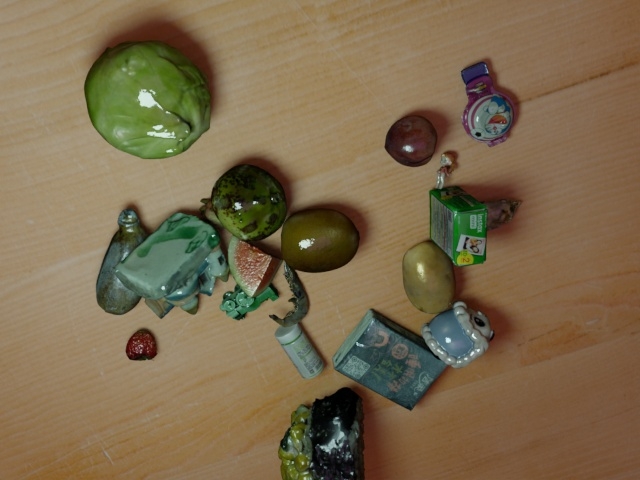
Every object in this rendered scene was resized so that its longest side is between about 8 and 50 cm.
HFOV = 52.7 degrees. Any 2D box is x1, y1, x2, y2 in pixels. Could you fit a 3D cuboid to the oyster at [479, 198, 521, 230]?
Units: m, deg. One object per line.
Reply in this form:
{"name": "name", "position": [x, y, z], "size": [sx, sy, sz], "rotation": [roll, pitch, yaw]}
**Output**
{"name": "oyster", "position": [0.523, -0.087, 1.960], "size": [0.122, 0.045, 0.146], "rotation": [31, 114, -18]}

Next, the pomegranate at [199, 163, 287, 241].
{"name": "pomegranate", "position": [-0.232, -0.089, 1.820], "size": [0.277, 0.204, 0.222], "rotation": [-23, 112, 6]}

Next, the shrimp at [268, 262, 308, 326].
{"name": "shrimp", "position": [-0.109, 0.178, 1.990], "size": [0.148, 0.035, 0.195], "rotation": [-31, 112, -30]}

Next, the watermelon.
{"name": "watermelon", "position": [-0.208, 0.064, 1.909], "size": [0.145, 0.193, 0.137], "rotation": [27, 131, 9]}

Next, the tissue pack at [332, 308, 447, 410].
{"name": "tissue pack", "position": [0.227, 0.393, 2.100], "size": [0.316, 0.103, 0.228], "rotation": [31, 108, -14]}

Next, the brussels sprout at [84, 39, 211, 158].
{"name": "brussels sprout", "position": [-0.446, -0.375, 1.678], "size": [0.328, 0.247, 0.328], "rotation": [-6, 127, -8]}

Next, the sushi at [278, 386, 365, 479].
{"name": "sushi", "position": [-0.001, 0.652, 2.075], "size": [0.285, 0.328, 0.328], "rotation": [-1, 114, 8]}

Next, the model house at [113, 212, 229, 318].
{"name": "model house", "position": [-0.387, 0.127, 1.875], "size": [0.194, 0.267, 0.325], "rotation": [22, 145, 30]}

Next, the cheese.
{"name": "cheese", "position": [0.469, -0.381, 1.832], "size": [0.155, 0.062, 0.244], "rotation": [-21, 111, 6]}

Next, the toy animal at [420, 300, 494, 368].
{"name": "toy animal", "position": [0.425, 0.282, 2.021], "size": [0.204, 0.208, 0.156], "rotation": [-41, 101, 14]}

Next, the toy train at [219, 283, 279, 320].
{"name": "toy train", "position": [-0.224, 0.178, 2.002], "size": [0.178, 0.071, 0.104], "rotation": [-35, 121, 8]}

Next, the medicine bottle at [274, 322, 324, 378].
{"name": "medicine bottle", "position": [-0.066, 0.351, 2.071], "size": [0.086, 0.086, 0.183], "rotation": [-27, 111, 7]}

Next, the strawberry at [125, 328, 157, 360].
{"name": "strawberry", "position": [-0.564, 0.330, 2.027], "size": [0.106, 0.106, 0.106], "rotation": [-1, 112, -4]}

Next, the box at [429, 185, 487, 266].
{"name": "box", "position": [0.393, -0.045, 1.858], "size": [0.103, 0.250, 0.180], "rotation": [-7, 111, -8]}

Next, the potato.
{"name": "potato", "position": [0.338, 0.115, 1.986], "size": [0.150, 0.146, 0.233], "rotation": [-26, 115, -29]}

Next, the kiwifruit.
{"name": "kiwifruit", "position": [0.000, 0.000, 1.882], "size": [0.234, 0.196, 0.195], "rotation": [-4, 112, -7]}

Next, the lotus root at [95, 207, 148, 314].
{"name": "lotus root", "position": [-0.562, 0.065, 1.887], "size": [0.140, 0.158, 0.322], "rotation": [15, 103, -20]}

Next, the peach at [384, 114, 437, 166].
{"name": "peach", "position": [0.252, -0.272, 1.822], "size": [0.152, 0.152, 0.152], "rotation": [-1, 112, -4]}

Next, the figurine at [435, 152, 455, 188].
{"name": "figurine", "position": [0.364, -0.204, 1.898], "size": [0.047, 0.064, 0.109], "rotation": [12, 97, -34]}
